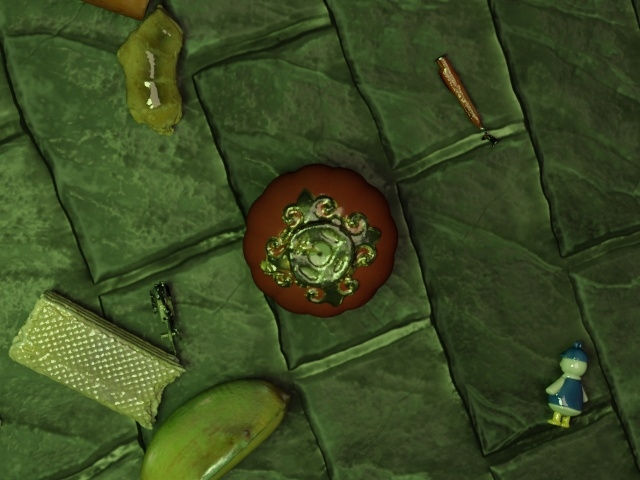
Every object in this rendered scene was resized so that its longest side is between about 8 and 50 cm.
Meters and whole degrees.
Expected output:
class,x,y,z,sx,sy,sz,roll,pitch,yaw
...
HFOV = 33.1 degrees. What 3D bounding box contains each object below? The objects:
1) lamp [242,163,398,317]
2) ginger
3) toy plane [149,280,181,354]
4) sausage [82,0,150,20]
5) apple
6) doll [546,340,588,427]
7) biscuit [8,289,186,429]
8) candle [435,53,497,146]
class,x,y,z,sx,sy,sz,roll,pitch,yaw
lamp,0.000,0.000,1.566,0.226,0.227,0.227,0,92,-16
ginger,-0.240,-0.247,1.559,0.095,0.069,0.190,-4,92,-37
toy plane,-0.227,0.109,1.584,0.031,0.049,0.121,-15,113,-15
sausage,-0.351,-0.397,1.501,0.259,0.113,0.114,21,86,-16
apple,-0.163,0.284,1.540,0.265,0.193,0.120,-41,91,-8
doll,0.407,0.234,1.760,0.098,0.057,0.143,15,87,-37
biscuit,-0.319,0.172,1.545,0.238,0.062,0.108,30,99,-13
candle,0.231,-0.220,1.717,0.026,0.021,0.167,-30,102,14
